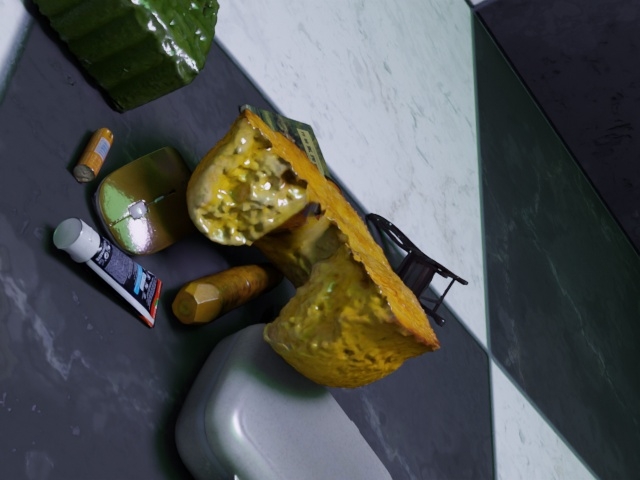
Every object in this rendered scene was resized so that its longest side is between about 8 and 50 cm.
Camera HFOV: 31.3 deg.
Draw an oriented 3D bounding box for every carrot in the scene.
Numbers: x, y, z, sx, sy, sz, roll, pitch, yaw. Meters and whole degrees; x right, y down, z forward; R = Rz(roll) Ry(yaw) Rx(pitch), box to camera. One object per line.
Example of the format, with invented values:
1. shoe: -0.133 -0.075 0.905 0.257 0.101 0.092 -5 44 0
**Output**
1. carrot: -0.119 0.071 1.684 0.314 0.066 0.066 -17 84 -66

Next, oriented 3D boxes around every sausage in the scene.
1. sausage: -0.300 -0.119 1.530 0.031 0.031 0.107 52 29 -27

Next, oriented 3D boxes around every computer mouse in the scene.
1. computer mouse: -0.226 -0.057 1.595 0.126 0.056 0.245 64 27 -5

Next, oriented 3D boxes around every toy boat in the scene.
1. toy boat: -0.067 0.161 1.707 0.066 0.059 0.140 37 42 -24

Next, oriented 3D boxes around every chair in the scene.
1. chair: 0.162 0.054 2.221 0.229 0.113 0.106 37 8 34

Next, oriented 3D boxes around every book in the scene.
1. book: -0.055 -0.150 2.028 0.228 0.024 0.160 8 60 -60

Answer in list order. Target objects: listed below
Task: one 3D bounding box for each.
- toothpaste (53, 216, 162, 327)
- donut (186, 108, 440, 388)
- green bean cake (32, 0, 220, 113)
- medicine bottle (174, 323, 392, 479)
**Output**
1. toothpaste: -0.263 0.041 1.463 0.193 0.045 0.071 46 41 -47
2. donut: -0.012 0.034 1.625 0.435 0.163 0.377 54 10 23
3. green bean cake: -0.268 -0.347 1.637 0.247 0.156 0.250 53 29 -29
4. medicine bottle: -0.039 0.311 1.565 0.375 0.123 0.282 54 33 -20
